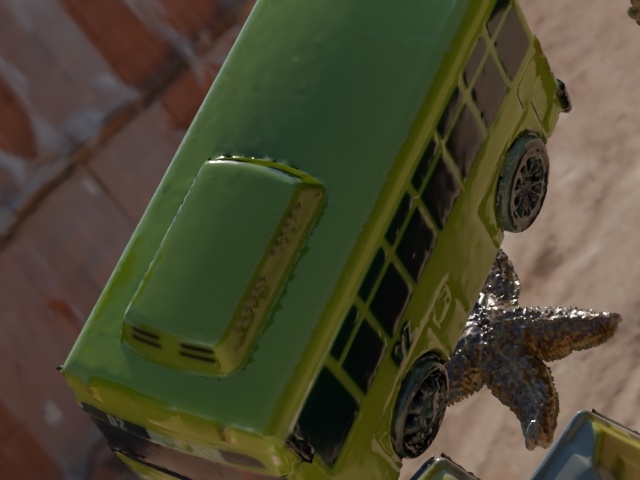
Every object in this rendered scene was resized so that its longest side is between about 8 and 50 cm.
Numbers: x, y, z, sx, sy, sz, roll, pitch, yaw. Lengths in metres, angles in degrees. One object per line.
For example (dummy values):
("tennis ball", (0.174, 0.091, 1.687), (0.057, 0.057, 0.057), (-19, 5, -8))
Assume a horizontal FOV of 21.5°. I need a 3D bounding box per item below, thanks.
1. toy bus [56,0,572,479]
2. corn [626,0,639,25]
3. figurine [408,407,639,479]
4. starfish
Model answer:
("toy bus", (0.000, 0.000, 0.763), (0.128, 0.150, 0.262), (14, 67, 30))
("corn", (0.262, -0.103, 0.771), (0.079, 0.237, 0.080), (12, -90, -78))
("figurine", (0.171, 0.223, 0.917), (0.308, 0.143, 0.308), (-13, 42, 12))
("starfish", (0.128, 0.079, 1.351), (0.227, 0.043, 0.240), (-19, 40, 11))
